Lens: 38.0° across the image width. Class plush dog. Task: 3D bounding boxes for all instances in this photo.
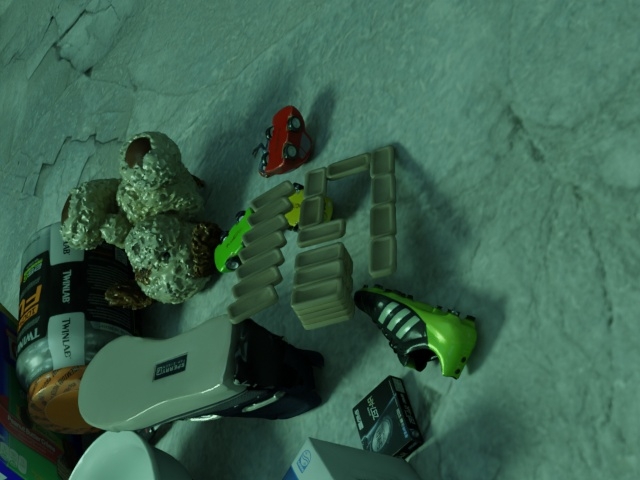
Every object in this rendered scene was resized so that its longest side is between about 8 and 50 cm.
[{"bbox_3d":[-0.239,-0.011,1.408,0.262,0.211,0.225,-32,67,33],"label":"plush dog"}]

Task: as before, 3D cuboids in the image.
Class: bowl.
[{"bbox_3d":[-0.227,0.394,1.173,0.298,0.134,0.298,-31,49,43],"label":"bowl"}]

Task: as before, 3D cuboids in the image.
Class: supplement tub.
[{"bbox_3d":[-0.384,0.135,1.484,0.193,0.194,0.316,-45,40,31],"label":"supplement tub"}]

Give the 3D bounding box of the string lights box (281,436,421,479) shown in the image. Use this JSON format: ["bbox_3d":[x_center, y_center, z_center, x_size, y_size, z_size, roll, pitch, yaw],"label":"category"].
[{"bbox_3d":[-0.012,0.328,0.910,0.259,0.133,0.077,-59,35,13],"label":"string lights box"}]

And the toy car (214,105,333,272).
[{"bbox_3d":[-0.066,-0.038,1.264,0.225,0.053,0.239,-49,38,27],"label":"toy car"}]

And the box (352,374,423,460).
[{"bbox_3d":[0.069,0.194,0.975,0.067,0.018,0.083,-46,40,28],"label":"box"}]

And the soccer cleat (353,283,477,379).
[{"bbox_3d":[0.088,0.093,0.971,0.179,0.060,0.072,17,88,53],"label":"soccer cleat"}]

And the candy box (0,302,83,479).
[{"bbox_3d":[-0.494,0.290,1.477,0.122,0.268,0.317,-27,44,4],"label":"candy box"}]

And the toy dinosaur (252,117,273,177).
[{"bbox_3d":[-0.065,-0.133,1.348,0.082,0.047,0.090,-61,0,26],"label":"toy dinosaur"}]

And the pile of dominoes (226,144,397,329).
[{"bbox_3d":[0.000,0.000,1.072,0.196,0.040,0.251,-16,36,17],"label":"pile of dominoes"}]

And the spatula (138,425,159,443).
[{"bbox_3d":[-0.220,0.255,1.334,0.296,0.030,0.084,-44,40,32],"label":"spatula"}]

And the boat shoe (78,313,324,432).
[{"bbox_3d":[-0.149,0.184,1.147,0.340,0.158,0.127,-15,58,43],"label":"boat shoe"}]
